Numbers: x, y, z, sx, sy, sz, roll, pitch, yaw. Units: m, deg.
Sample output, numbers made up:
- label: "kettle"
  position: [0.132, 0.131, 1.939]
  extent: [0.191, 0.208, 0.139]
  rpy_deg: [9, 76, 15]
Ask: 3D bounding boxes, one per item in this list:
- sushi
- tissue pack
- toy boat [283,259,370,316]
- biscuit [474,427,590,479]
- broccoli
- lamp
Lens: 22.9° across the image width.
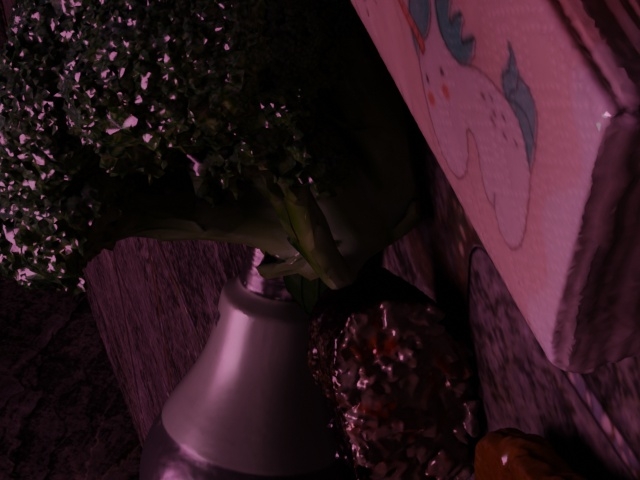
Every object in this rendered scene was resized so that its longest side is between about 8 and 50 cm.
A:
- label: "sushi"
  position: [0.045, 0.091, 0.964]
  extent: [0.078, 0.090, 0.150]
  rpy_deg: [-125, 22, -64]
- label: "tissue pack"
  position: [0.067, -0.118, 0.669]
  extent: [0.170, 0.071, 0.325]
  rpy_deg: [88, 162, -52]
- label: "toy boat"
  position: [0.000, 0.000, 1.120]
  extent: [0.104, 0.052, 0.210]
  rpy_deg: [47, 156, 26]
- label: "biscuit"
  position: [0.136, 0.198, 0.816]
  extent: [0.290, 0.041, 0.208]
  rpy_deg: [-169, 61, -75]
- label: "broccoli"
  position: [-0.070, -0.086, 0.930]
  extent: [0.275, 0.308, 0.308]
  rpy_deg: [52, 173, -16]
- label: "lamp"
  position: [-0.054, 0.131, 1.319]
  extent: [0.182, 0.182, 0.314]
  rpy_deg: [-154, 70, -72]
